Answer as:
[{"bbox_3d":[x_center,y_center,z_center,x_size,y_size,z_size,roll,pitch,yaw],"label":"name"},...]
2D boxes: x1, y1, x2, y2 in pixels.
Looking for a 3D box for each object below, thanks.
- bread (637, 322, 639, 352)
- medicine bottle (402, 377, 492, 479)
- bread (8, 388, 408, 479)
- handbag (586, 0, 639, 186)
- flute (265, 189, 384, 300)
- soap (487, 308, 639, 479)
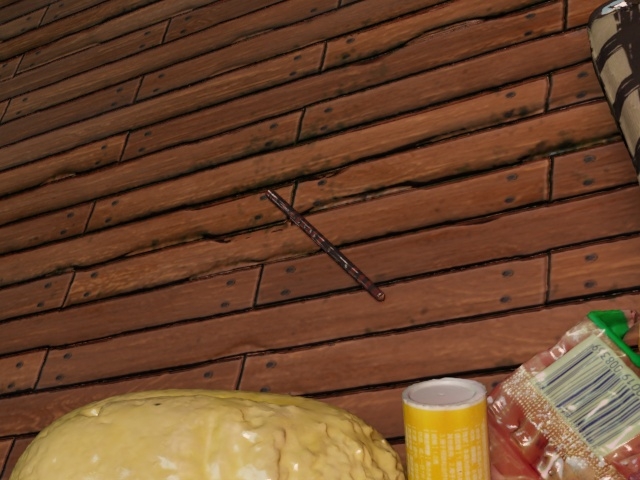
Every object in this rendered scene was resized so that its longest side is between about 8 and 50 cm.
[{"bbox_3d":[0.339,0.053,0.755,0.232,0.128,0.088,-10,89,13],"label":"bread"},{"bbox_3d":[0.097,0.215,0.797,0.074,0.218,0.074,-5,10,1],"label":"medicine bottle"},{"bbox_3d":[-0.087,0.229,0.856,0.320,0.320,0.237,-14,55,28],"label":"bread"},{"bbox_3d":[0.407,-0.123,0.888,0.327,0.162,0.325,-22,35,19],"label":"handbag"},{"bbox_3d":[0.000,0.000,1.218,0.014,0.014,0.269,-43,40,-3],"label":"flute"},{"bbox_3d":[0.227,0.184,0.808,0.218,0.098,0.273,-40,40,2],"label":"soap"}]
